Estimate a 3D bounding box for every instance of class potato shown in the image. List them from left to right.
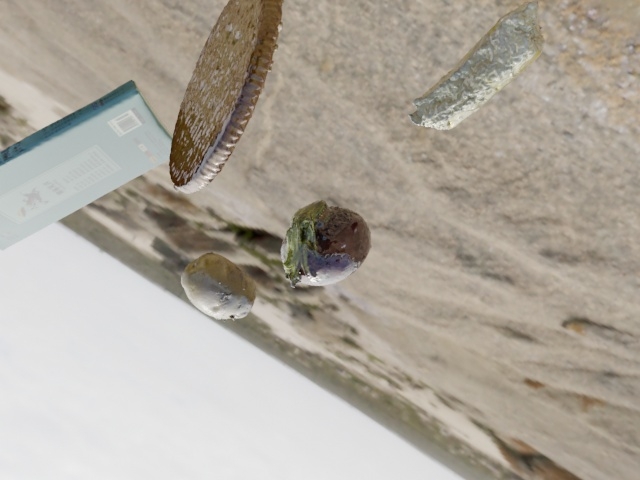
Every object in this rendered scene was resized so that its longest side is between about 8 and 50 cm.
[{"bbox_3d":[-0.089,0.043,0.699,0.040,0.051,0.083,24,169,41],"label":"potato"}]

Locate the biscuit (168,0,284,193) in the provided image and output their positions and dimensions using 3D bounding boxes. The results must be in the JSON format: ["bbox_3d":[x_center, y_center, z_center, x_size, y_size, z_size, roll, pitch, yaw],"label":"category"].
[{"bbox_3d":[-0.121,-0.202,1.016,0.038,0.305,0.305,20,179,-24],"label":"biscuit"}]

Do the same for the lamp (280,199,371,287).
[{"bbox_3d":[0.005,-0.002,1.317,0.157,0.156,0.135,-101,-12,-67],"label":"lamp"}]

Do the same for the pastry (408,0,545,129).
[{"bbox_3d":[0.263,-0.275,1.270,0.089,0.258,0.121,48,-150,-4],"label":"pastry"}]

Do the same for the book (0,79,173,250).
[{"bbox_3d":[-0.429,-0.110,1.306,0.031,0.379,0.264,60,177,17],"label":"book"}]
